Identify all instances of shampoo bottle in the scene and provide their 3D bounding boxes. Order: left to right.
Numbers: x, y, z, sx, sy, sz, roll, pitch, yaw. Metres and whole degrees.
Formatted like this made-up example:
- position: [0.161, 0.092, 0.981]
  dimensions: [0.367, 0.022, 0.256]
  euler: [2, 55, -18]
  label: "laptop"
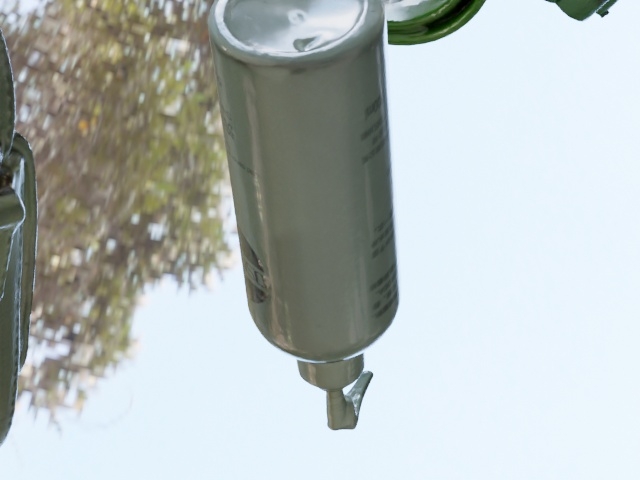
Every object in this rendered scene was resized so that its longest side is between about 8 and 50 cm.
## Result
- position: [0.000, 0.000, 0.650]
  dimensions: [0.056, 0.056, 0.195]
  euler: [-5, -47, 1]
  label: "shampoo bottle"

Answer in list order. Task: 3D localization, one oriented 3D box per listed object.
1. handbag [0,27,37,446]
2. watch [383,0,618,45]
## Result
- position: [-0.195, -0.047, 0.712]
  dimensions: [0.256, 0.079, 0.219]
  euler: [30, -63, 33]
  label: "handbag"
- position: [0.054, -0.154, 0.931]
  dimensions: [0.152, 0.131, 0.165]
  euler: [-30, -76, 38]
  label: "watch"
